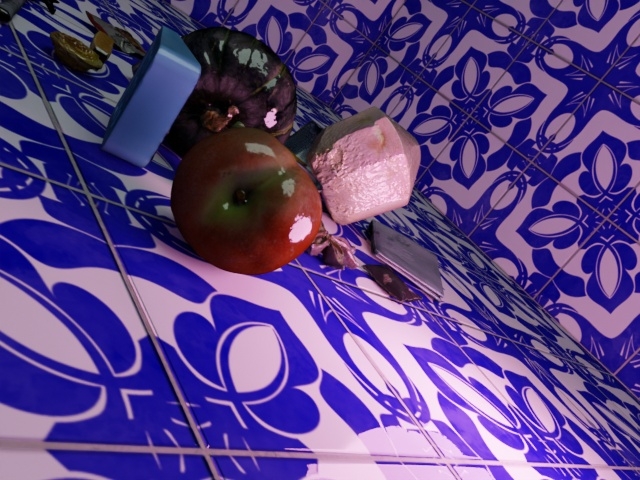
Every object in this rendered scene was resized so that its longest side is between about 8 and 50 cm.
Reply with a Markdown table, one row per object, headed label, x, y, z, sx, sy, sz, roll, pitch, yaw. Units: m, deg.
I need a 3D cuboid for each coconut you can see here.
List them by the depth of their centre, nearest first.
| label | x | y | z | sx | sy | sz | roll | pitch | yaw |
| --- | --- | --- | --- | --- | --- | --- | --- | --- | --- |
| coconut | 0.135 | -0.214 | 1.868 | 0.297 | 0.309 | 0.298 | 157 | -90 | -90 |

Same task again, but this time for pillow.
| label | x | y | z | sx | sy | sz | roll | pitch | yaw |
| --- | --- | --- | --- | --- | --- | --- | --- | --- | --- |
| pillow | 0.178 | 0.107 | 1.638 | 0.150 | 0.048 | 0.090 | 42 | 7 | 31 |

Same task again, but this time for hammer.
| label | x | y | z | sx | sy | sz | roll | pitch | yaw |
| --- | --- | --- | --- | --- | --- | --- | --- | --- | --- |
| hammer | -0.739 | -0.584 | 1.590 | 0.152 | 0.044 | 0.427 | 32 | 17 | -23 |

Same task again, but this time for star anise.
| label | x | y | z | sx | sy | sz | roll | pitch | yaw |
| --- | --- | --- | --- | --- | --- | --- | --- | --- | --- |
| star anise | 0.003 | 0.009 | 1.512 | 0.208 | 0.063 | 0.172 | 37 | 19 | -17 |

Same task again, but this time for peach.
| label | x | y | z | sx | sy | sz | roll | pitch | yaw |
| --- | --- | --- | --- | --- | --- | --- | --- | --- | --- |
| peach | -0.125 | -0.060 | 1.098 | 0.252 | 0.252 | 0.252 | 35 | 15 | -11 |

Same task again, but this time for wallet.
| label | x | y | z | sx | sy | sz | roll | pitch | yaw |
| --- | --- | --- | --- | --- | --- | --- | --- | --- | --- |
| wallet | 0.250 | 0.053 | 1.959 | 0.251 | 0.054 | 0.290 | 32 | 21 | -7 |

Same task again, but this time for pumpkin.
| label | x | y | z | sx | sy | sz | roll | pitch | yaw |
| --- | --- | --- | --- | --- | --- | --- | --- | --- | --- |
| pumpkin | -0.213 | -0.307 | 1.450 | 0.323 | 0.323 | 0.241 | 34 | 37 | -14 |

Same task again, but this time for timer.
| label | x | y | z | sx | sy | sz | roll | pitch | yaw |
| --- | --- | --- | --- | --- | --- | --- | --- | --- | --- |
| timer | -0.343 | -0.290 | 1.265 | 0.091 | 0.232 | 0.250 | 24 | 19 | -34 |

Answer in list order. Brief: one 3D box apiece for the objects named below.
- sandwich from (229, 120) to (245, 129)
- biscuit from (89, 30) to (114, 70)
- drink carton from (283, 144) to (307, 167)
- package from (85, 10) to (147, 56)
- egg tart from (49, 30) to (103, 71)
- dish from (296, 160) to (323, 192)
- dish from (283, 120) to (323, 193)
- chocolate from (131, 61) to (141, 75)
| label | x | y | z | sx | sy | sz | roll | pitch | yaw |
| --- | --- | --- | --- | --- | --- | --- | --- | --- | --- |
| sandwich | -0.190 | -0.157 | 1.320 | 0.109 | 0.185 | 0.160 | 40 | 16 | -22 |
| biscuit | -0.559 | -0.480 | 1.660 | 0.052 | 0.056 | 0.188 | 28 | 19 | -25 |
| drink carton | -0.153 | -0.263 | 1.922 | 0.223 | 0.071 | 0.096 | 43 | 17 | 16 |
| package | -0.594 | -0.604 | 1.992 | 0.154 | 0.030 | 0.239 | 46 | 16 | 21 |
| egg tart | -0.562 | -0.426 | 1.498 | 0.130 | 0.052 | 0.130 | 36 | 14 | -11 |
| dish | -0.108 | -0.167 | 1.714 | 0.228 | 0.086 | 0.236 | 44 | 17 | 26 |
| dish | -0.009 | -0.253 | 2.146 | 0.243 | 0.182 | 0.080 | 43 | -22 | 15 |
| chocolate | -0.425 | -0.410 | 1.730 | 0.167 | 0.072 | 0.072 | 38 | 15 | 3 |
